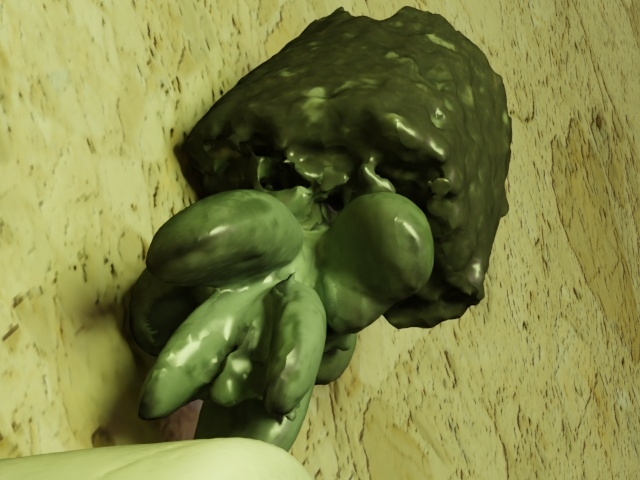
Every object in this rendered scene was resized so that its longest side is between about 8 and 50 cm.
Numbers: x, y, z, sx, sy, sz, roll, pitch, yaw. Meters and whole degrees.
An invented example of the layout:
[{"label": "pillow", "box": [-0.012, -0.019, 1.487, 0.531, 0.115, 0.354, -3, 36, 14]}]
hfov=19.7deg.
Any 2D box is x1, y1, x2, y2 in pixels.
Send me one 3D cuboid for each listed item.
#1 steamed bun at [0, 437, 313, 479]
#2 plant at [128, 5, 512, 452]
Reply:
[{"label": "steamed bun", "box": [-0.075, 0.179, 0.633, 0.164, 0.146, 0.242, 57, 31, -48]}, {"label": "plant", "box": [0.001, 0.001, 0.869, 0.146, 0.149, 0.274, 66, 31, -21]}]
